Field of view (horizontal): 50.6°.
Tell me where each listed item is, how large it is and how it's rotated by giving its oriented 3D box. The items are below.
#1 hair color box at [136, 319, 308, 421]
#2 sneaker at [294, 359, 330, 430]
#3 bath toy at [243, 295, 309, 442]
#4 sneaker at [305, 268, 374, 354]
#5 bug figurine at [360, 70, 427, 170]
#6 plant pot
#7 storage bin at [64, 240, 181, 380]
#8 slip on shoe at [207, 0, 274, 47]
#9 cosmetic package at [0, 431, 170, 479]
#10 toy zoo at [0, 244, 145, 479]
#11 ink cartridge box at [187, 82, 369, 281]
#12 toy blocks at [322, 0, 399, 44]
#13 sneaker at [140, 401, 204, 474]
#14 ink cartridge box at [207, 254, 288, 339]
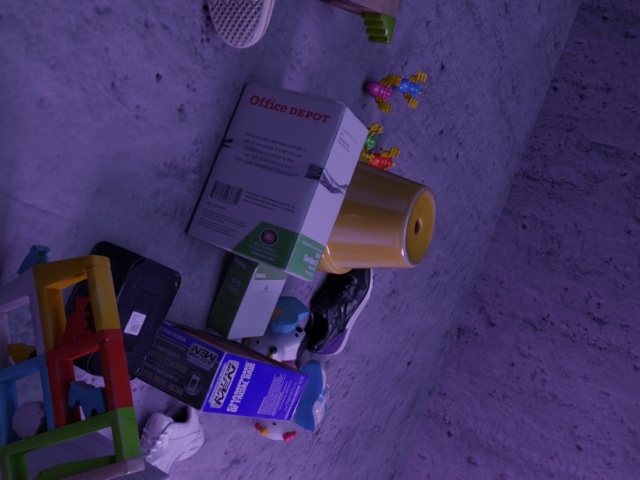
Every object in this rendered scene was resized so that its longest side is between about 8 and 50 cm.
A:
[{"bbox_3d":[-0.177,0.235,1.215,0.110,0.185,0.339,-68,154,-6],"label":"hair color box"},{"bbox_3d":[-0.021,0.379,1.727,0.092,0.087,0.229,-50,155,-47],"label":"sneaker"},{"bbox_3d":[-0.096,0.299,1.476,0.151,0.129,0.348,-8,118,-23],"label":"bath toy"},{"bbox_3d":[0.042,0.150,1.668,0.124,0.107,0.283,15,94,-57],"label":"sneaker"},{"bbox_3d":[0.155,-0.287,1.622,0.216,0.072,0.279,8,105,-57],"label":"bug figurine"},{"bbox_3d":[0.097,-0.045,1.377,0.254,0.239,0.254,-31,126,-54],"label":"plant pot"},{"bbox_3d":[-0.301,0.106,1.008,0.180,0.084,0.122,-68,153,-8],"label":"storage bin"},{"bbox_3d":[-0.095,-0.454,1.001,0.101,0.123,0.331,-21,121,-61],"label":"slip on shoe"},{"bbox_3d":[-0.403,0.373,0.850,0.385,0.217,0.156,-2,108,-60],"label":"cosmetic package"},{"bbox_3d":[-0.313,0.142,0.798,0.030,0.192,0.293,17,55,-63],"label":"toy zoo"},{"bbox_3d":[-0.069,-0.102,1.164,0.121,0.211,0.289,29,82,-62],"label":"ink cartridge box"},{"bbox_3d":[0.052,-0.562,1.172,0.261,0.190,0.381,-2,109,-49],"label":"toy blocks"},{"bbox_3d":[-0.298,0.365,1.199,0.232,0.090,0.115,-45,138,-56],"label":"sneaker"},{"bbox_3d":[-0.126,0.083,1.298,0.109,0.062,0.209,5,111,-55],"label":"ink cartridge box"}]
